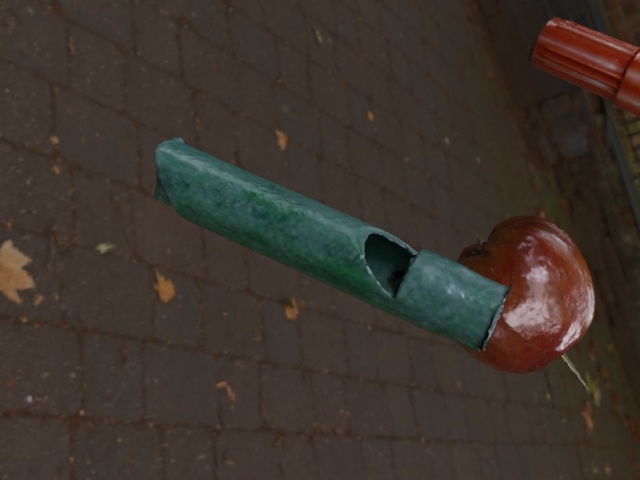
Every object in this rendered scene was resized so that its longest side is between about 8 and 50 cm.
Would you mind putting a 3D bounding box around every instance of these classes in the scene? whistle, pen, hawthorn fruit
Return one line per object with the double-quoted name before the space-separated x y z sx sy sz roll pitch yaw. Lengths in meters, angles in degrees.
"whistle" 0.000 0.000 0.458 0.039 0.186 0.039 -58 164 -28
"pen" 0.194 -0.037 0.374 0.028 0.239 0.028 -45 152 -32
"hawthorn fruit" 0.159 0.046 0.735 0.140 0.125 0.125 50 11 33
